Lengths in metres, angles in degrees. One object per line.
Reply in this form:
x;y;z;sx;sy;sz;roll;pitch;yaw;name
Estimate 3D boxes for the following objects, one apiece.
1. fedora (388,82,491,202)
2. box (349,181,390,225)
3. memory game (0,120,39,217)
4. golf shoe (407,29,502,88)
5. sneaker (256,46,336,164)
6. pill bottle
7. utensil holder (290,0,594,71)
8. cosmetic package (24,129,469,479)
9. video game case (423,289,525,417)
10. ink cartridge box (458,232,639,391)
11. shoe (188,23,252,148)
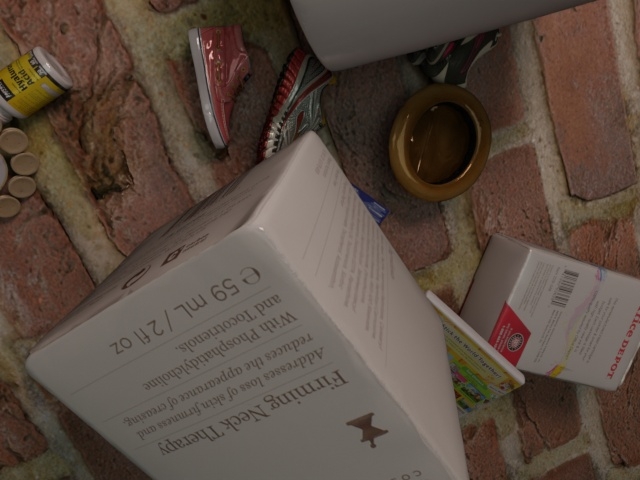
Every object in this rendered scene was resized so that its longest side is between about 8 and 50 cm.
0.190;-0.162;0.756;0.195;0.079;0.194;-2;99;-13;fedora
0.000;0.000;0.780;0.137;0.036;0.225;34;96;-17;box
-0.489;-0.095;0.613;0.186;0.012;0.186;-31;141;-29;memory game
0.247;-0.378;0.717;0.120;0.105;0.272;27;100;-37;golf shoe
-0.039;-0.177;0.702;0.093;0.088;0.225;18;100;-16;sneaker
-0.417;-0.212;0.628;0.116;0.065;0.065;-35;108;-1;pill bottle
0.155;-0.397;0.502;0.386;0.327;0.327;-10;107;17;utensil holder
-0.053;0.130;0.605;0.330;0.327;0.393;-29;110;20;cosmetic package
0.203;0.222;0.808;0.227;0.026;0.206;42;123;-2;video game case
0.445;0.137;0.857;0.307;0.131;0.225;16;100;-16;ink cartridge box
-0.140;-0.233;0.679;0.081;0.063;0.177;-10;102;-4;shoe
